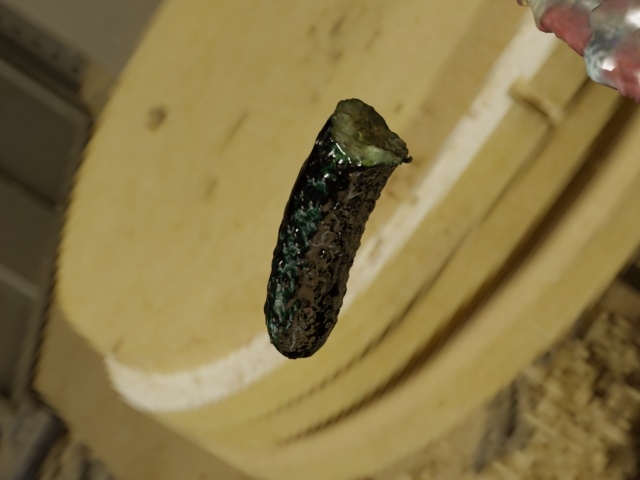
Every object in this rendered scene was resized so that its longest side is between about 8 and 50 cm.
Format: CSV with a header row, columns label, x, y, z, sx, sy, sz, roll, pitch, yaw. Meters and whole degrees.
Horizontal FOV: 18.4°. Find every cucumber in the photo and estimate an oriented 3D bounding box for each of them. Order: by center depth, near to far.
label,x,y,z,sx,sy,sz,roll,pitch,yaw
cucumber,0.000,0.000,1.621,0.072,0.081,0.303,-30,-21,-33

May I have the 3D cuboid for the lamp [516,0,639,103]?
label,x,y,z,sx,sy,sz,roll,pitch,yaw
lamp,0.161,-0.129,0.573,0.215,0.151,0.223,1,65,31
